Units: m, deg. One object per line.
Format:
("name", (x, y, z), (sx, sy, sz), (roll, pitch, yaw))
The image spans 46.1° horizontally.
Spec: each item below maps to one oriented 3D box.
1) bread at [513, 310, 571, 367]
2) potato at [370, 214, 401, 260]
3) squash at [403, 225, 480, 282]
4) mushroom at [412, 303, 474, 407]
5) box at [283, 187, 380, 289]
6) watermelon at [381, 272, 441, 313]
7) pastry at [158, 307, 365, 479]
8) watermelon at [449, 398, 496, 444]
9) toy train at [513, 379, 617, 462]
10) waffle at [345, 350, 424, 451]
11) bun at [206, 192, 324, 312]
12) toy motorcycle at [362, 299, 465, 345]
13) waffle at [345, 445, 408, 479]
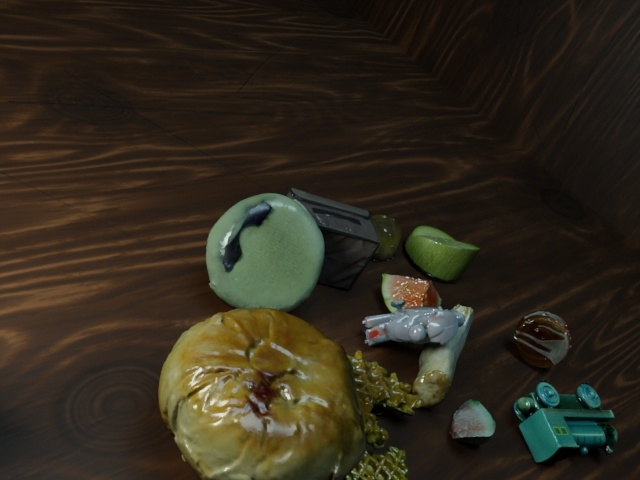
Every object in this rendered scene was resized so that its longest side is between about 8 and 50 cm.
("bread", (0.631, 0.280, 2.140), (0.160, 0.160, 0.073), (33, 22, 4))
("potato", (0.176, -0.020, 2.256), (0.164, 0.081, 0.200), (39, 35, 12))
("squash", (0.369, 0.018, 2.326), (0.220, 0.133, 0.220), (19, 29, -11))
("mushroom", (0.312, 0.285, 1.898), (0.095, 0.123, 0.351), (41, 37, -4))
("box", (0.000, 0.000, 1.985), (0.252, 0.188, 0.153), (17, 32, -26))
("watermelon", (0.247, 0.179, 2.031), (0.193, 0.137, 0.145), (22, 68, -14))
("pastry", (-0.110, 0.310, 1.393), (0.409, 0.245, 0.409), (19, 36, -14))
("watermelon", (0.360, 0.437, 1.783), (0.094, 0.081, 0.180), (18, 14, 10))
("toy train", (0.634, 0.469, 1.924), (0.298, 0.120, 0.194), (9, 45, -32))
("waffle", (0.078, 0.337, 1.658), (0.260, 0.069, 0.293), (34, 20, 22))
("bun", (-0.142, 0.033, 1.797), (0.293, 0.293, 0.187), (13, 0, -26))
("toy motorcycle", (0.232, 0.212, 1.858), (0.260, 0.110, 0.171), (-7, 5, 3))
("waffle", (0.099, 0.454, 1.554), (0.194, 0.051, 0.149), (17, 36, -21))
